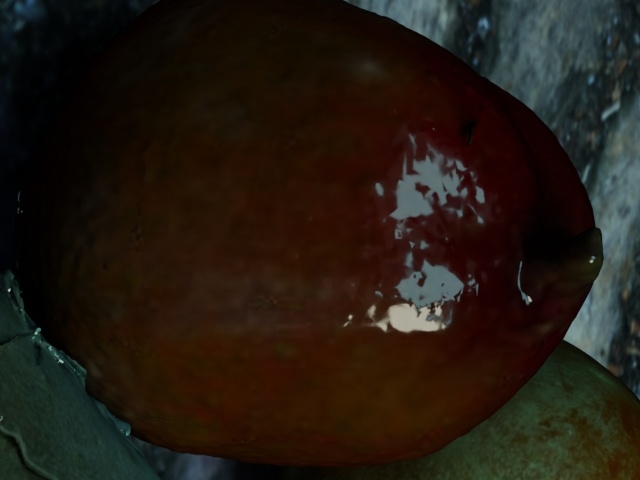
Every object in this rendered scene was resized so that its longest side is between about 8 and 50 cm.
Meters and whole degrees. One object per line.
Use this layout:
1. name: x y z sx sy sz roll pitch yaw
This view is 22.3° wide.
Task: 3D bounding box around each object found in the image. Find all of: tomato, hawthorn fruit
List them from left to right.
1. hawthorn fruit: -0.009 -0.004 0.901 0.311 0.295 0.295 5 93 -2
2. tomato: 0.088 0.172 1.033 0.223 0.270 0.270 36 70 -24

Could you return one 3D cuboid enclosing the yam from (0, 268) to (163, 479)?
1. yam: -0.221 0.097 0.728 0.241 0.241 0.348 -50 127 -28
